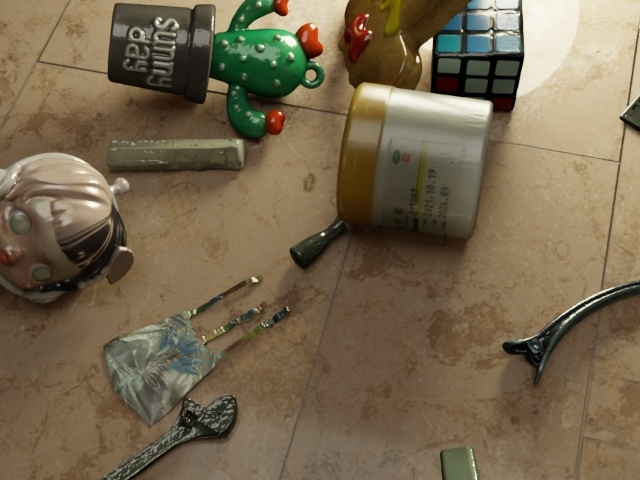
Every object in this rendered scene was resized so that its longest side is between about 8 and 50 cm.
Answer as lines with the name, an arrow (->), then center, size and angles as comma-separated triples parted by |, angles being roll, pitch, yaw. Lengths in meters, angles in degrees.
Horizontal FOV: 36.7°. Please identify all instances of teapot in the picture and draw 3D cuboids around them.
teapot -> 0.000, 0.000, 1.663 | 0.110, 0.043, 0.043 | -38, 64, -19

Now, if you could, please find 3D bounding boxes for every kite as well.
kite -> -0.210, 0.157, 1.602 | 0.310, 0.015, 0.169 | -36, 62, -15

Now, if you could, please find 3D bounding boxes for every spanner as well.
spanner -> -0.267, 0.337, 1.496 | 0.325, 0.026, 0.093 | -35, 64, -13

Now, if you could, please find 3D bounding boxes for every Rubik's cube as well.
Rubik's cube -> 0.285, -0.348, 1.774 | 0.162, 0.163, 0.160 | 3, 59, 5

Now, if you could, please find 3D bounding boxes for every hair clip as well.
hair clip -> 0.423, 0.124, 1.554 | 0.275, 0.048, 0.083 | -33, 58, -15

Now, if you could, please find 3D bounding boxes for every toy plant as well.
toy plant -> -0.190, -0.335, 1.800 | 0.400, 0.185, 0.279 | 5, 66, -9

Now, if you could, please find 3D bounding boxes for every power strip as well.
power strip -> 0.205, 0.427, 1.313 | 0.059, 0.194, 0.265 | -6, 23, 4

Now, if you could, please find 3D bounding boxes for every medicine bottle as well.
medicine bottle -> 0.159, -0.131, 1.613 | 0.232, 0.238, 0.238 | 10, 61, 9

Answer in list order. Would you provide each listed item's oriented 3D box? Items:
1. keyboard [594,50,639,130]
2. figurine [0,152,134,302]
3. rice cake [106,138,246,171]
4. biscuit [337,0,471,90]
keyboard -> 0.637, -0.213, 1.745 | 0.381, 0.041, 0.103 | 39, 69, 17
figurine -> -0.507, -0.024, 1.606 | 0.361, 0.253, 0.211 | -13, 43, 6
rice cake -> -0.266, -0.157, 1.771 | 0.256, 0.052, 0.057 | 0, 89, 4
biscuit -> 0.174, -0.450, 1.738 | 0.394, 0.076, 0.368 | -42, 36, 29
